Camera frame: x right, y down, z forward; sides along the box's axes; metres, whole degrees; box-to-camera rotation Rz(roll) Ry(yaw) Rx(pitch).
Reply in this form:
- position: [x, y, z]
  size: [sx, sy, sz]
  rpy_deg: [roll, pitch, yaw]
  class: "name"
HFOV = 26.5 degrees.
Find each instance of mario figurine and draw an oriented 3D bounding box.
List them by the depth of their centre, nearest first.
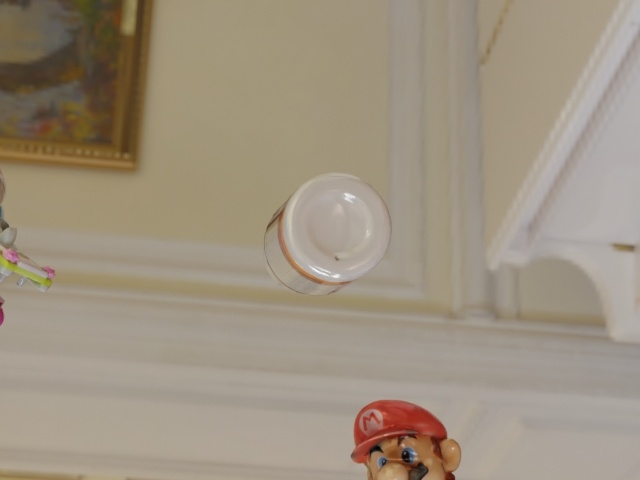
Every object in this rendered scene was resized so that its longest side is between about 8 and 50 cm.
- position: [0.118, 0.344, 1.629]
  size: [0.320, 0.198, 0.170]
  rpy_deg: [67, 159, 12]
  class: "mario figurine"

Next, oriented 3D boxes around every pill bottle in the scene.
- position: [0.000, 0.000, 1.556]
  size: [0.221, 0.121, 0.121]
  rpy_deg: [141, 134, -77]
  class: "pill bottle"

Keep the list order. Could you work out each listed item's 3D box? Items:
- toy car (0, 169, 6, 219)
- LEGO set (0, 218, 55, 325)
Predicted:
- position: [-0.518, -0.116, 1.673]
  size: [0.219, 0.210, 0.238]
  rpy_deg: [100, 148, -72]
  class: "toy car"
- position: [-0.284, 0.028, 0.933]
  size: [0.287, 0.107, 0.132]
  rpy_deg: [-13, -45, -63]
  class: "LEGO set"
